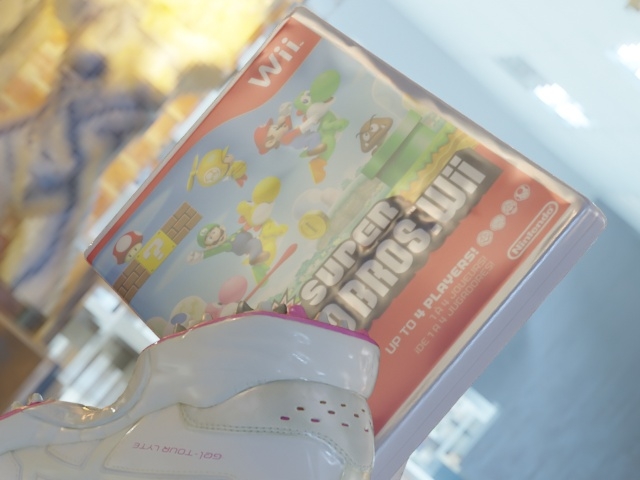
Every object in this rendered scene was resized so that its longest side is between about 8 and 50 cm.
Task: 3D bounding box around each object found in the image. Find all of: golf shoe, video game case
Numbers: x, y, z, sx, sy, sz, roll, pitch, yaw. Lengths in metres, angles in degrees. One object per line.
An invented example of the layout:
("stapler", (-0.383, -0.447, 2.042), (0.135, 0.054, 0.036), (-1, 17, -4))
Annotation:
("golf shoe", (-0.093, 0.138, 0.883), (0.115, 0.306, 0.140), (15, 58, -41))
("video game case", (0.000, 0.000, 0.991), (0.025, 0.204, 0.285), (41, 0, -42))

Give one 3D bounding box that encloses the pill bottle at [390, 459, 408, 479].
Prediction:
("pill bottle", (0.013, 0.099, 1.247), (0.130, 0.246, 0.130), (19, 11, -4))
